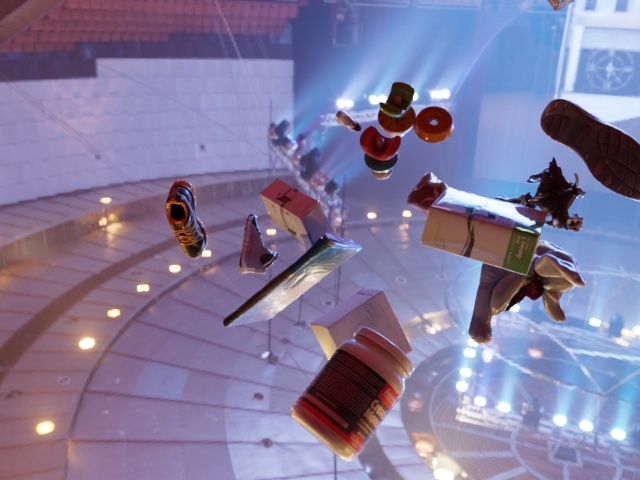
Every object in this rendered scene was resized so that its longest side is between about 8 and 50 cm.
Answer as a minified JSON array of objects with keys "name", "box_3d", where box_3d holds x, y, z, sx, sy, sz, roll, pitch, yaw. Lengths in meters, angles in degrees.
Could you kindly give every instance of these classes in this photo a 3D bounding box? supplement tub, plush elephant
[{"name":"supplement tub","box_3d":[0.078,0.363,1.412,0.191,0.191,0.272,25,-112,43]},{"name":"plush elephant","box_3d":[0.563,0.109,1.569,0.255,0.330,0.272,12,-161,23]}]

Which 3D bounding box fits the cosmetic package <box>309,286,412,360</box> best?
[{"name":"cosmetic package","box_3d":[0.126,0.300,1.832,0.224,0.224,0.138,-32,-168,-21]}]

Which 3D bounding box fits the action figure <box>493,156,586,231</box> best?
[{"name":"action figure","box_3d":[0.515,-0.089,1.340,0.141,0.164,0.275,-7,172,-22]}]

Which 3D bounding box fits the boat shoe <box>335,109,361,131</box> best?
[{"name":"boat shoe","box_3d":[0.072,-0.293,1.468,0.035,0.035,0.100,27,180,31]}]

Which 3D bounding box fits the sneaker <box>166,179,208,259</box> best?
[{"name":"sneaker","box_3d":[-0.344,-0.040,1.485,0.084,0.215,0.083,-4,-150,11]}]

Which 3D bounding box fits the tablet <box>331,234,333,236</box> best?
[{"name":"tablet","box_3d":[0.000,0.000,2.117,0.083,0.054,0.006,9,158,8]}]

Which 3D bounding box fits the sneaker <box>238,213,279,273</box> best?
[{"name":"sneaker","box_3d":[-0.206,0.019,2.055,0.132,0.086,0.229,8,-117,-6]}]

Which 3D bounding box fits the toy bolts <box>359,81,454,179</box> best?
[{"name":"toy bolts","box_3d":[0.214,-0.254,1.533,0.218,0.158,0.228,30,-109,19]}]

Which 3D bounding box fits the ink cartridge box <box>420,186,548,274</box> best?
[{"name":"ink cartridge box","box_3d":[0.337,-0.026,1.219,0.219,0.093,0.160,18,-154,20]}]

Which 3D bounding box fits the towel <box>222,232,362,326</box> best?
[{"name":"towel","box_3d":[-0.073,0.111,1.617,0.040,0.370,0.271,56,-165,15]}]

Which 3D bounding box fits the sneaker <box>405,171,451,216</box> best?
[{"name":"sneaker","box_3d":[0.305,-0.092,1.509,0.121,0.108,0.302,37,-169,-11]}]

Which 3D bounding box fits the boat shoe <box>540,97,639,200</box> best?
[{"name":"boat shoe","box_3d":[0.730,-0.243,1.510,0.130,0.132,0.355,-9,-127,-43]}]

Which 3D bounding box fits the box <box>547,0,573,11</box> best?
[{"name":"box","box_3d":[0.581,-0.760,1.529,0.060,0.270,0.216,-31,168,5]}]

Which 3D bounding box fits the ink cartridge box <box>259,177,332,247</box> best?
[{"name":"ink cartridge box","box_3d":[-0.071,-0.079,1.706,0.082,0.140,0.190,-44,-131,-19]}]
